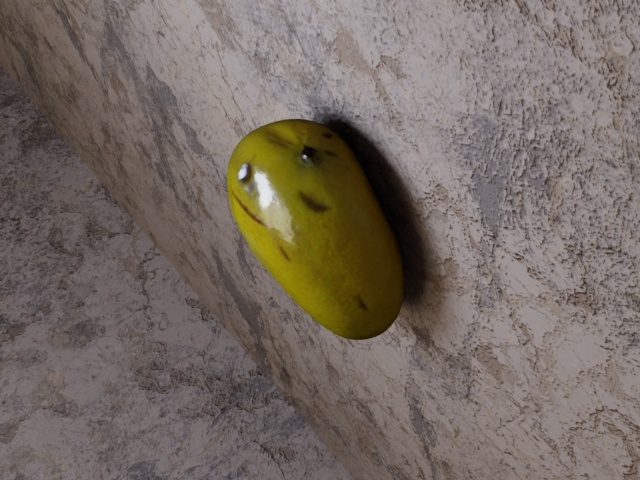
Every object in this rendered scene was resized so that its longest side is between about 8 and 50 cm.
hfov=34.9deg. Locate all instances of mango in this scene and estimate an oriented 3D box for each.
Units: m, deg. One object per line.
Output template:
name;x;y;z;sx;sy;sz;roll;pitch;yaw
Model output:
mango;0.000;0.000;1.707;0.301;0.220;0.445;29;150;47
